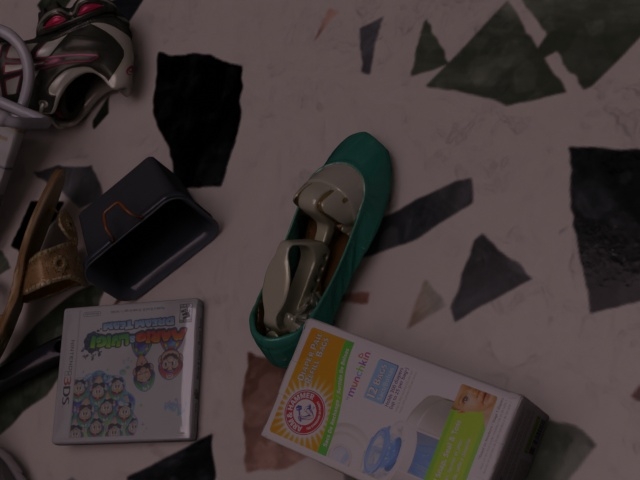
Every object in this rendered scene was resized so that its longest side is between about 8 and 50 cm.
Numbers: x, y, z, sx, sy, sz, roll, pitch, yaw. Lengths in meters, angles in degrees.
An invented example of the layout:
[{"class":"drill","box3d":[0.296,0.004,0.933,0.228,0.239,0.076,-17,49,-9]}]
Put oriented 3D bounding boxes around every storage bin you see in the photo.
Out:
[{"class":"storage bin","box3d":[-0.192,-0.021,1.064,0.135,0.098,0.091,-39,50,8]}]

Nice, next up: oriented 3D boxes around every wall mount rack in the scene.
[{"class":"wall mount rack","box3d":[-0.469,-0.091,1.123,0.304,0.130,0.350,23,101,11]}]

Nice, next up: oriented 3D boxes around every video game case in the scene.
[{"class":"video game case","box3d":[-0.196,0.134,1.040,0.157,0.019,0.143,-5,70,18]}]

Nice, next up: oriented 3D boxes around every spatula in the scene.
[{"class":"spatula","box3d":[-0.385,0.178,1.116,0.296,0.030,0.084,-30,63,13]}]

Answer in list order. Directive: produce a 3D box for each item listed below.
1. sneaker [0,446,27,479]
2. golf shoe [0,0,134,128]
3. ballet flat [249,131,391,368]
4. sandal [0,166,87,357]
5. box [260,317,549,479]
[{"class":"sneaker","box3d":[-0.409,0.227,1.040,0.281,0.115,0.105,41,97,14]},{"class":"golf shoe","box3d":[-0.339,-0.181,1.181,0.272,0.105,0.120,-23,71,17]},{"class":"ballet flat","box3d":[0.000,0.000,0.963,0.083,0.087,0.247,15,79,29]},{"class":"sandal","box3d":[-0.295,0.046,1.105,0.079,0.088,0.240,22,76,-4]},{"class":"box","box3d":[0.070,0.157,0.865,0.203,0.103,0.114,18,80,29]}]
